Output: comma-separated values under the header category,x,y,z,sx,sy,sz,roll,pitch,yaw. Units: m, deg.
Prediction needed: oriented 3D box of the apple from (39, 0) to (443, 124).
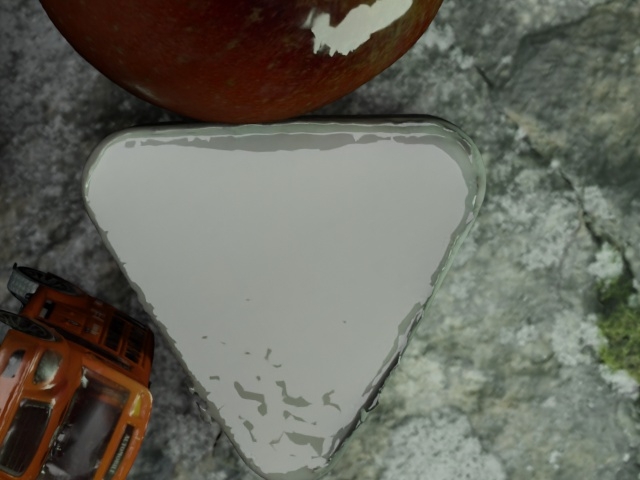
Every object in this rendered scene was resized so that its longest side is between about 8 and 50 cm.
category,x,y,z,sx,sy,sz,roll,pitch,yaw
apple,-0.059,-0.257,1.384,0.348,0.277,0.348,-13,113,-33

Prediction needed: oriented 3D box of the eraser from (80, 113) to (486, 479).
category,x,y,z,sx,sy,sz,roll,pitch,yaw
eraser,0.000,0.000,1.581,0.331,0.150,0.331,0,96,3

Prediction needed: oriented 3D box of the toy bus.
category,x,y,z,sx,sy,sz,roll,pitch,yaw
toy bus,-0.213,0.125,1.500,0.153,0.329,0.143,24,94,-5
